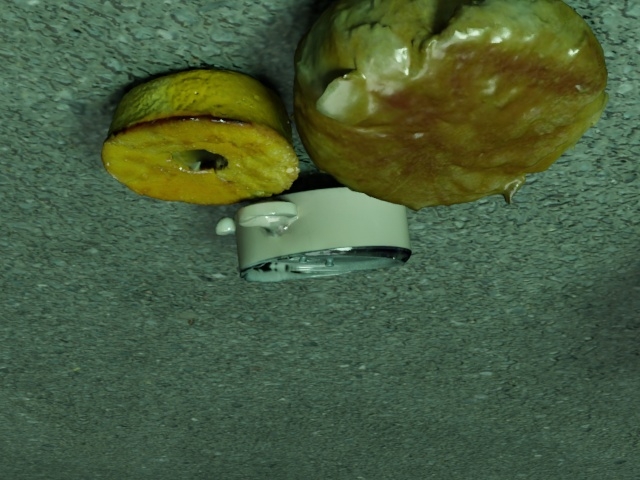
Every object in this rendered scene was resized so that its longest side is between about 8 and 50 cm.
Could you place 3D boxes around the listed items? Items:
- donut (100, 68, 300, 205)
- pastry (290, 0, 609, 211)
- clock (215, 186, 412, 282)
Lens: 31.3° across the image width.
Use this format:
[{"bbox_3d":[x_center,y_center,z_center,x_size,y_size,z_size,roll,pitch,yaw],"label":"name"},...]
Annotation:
[{"bbox_3d":[-0.090,-0.078,0.875,0.152,0.058,0.152,0,155,0],"label":"donut"},{"bbox_3d":[0.087,-0.100,0.791,0.218,0.100,0.229,-1,150,-10],"label":"pastry"},{"bbox_3d":[0.000,0.000,0.994,0.155,0.063,0.229,-12,168,26],"label":"clock"}]
